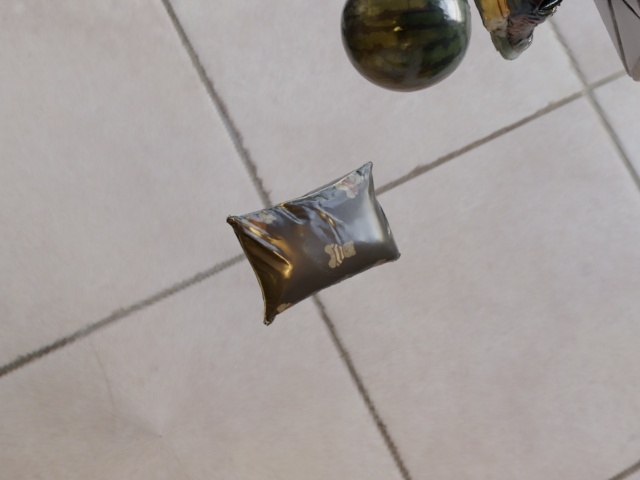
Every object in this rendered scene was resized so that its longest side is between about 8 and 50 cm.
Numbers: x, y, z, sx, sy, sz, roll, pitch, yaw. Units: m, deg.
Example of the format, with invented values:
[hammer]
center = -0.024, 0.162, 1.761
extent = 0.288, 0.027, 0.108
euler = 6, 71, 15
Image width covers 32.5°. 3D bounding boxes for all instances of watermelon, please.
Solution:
[watermelon]
center = 0.134, -0.337, 1.739
extent = 0.212, 0.212, 0.212
euler = 1, 80, -8

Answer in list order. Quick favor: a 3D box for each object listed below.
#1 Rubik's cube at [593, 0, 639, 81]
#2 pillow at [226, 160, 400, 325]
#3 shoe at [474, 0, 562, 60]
[Rubik's cube]
center = 0.457, -0.373, 1.330
extent = 0.259, 0.255, 0.260
euler = -26, 82, 5
[pillow]
center = 0.000, 0.000, 0.904
extent = 0.150, 0.048, 0.090
euler = -23, 82, -29
[shoe]
center = 0.278, -0.331, 1.504
extent = 0.125, 0.227, 0.099
euler = -25, 75, 16
